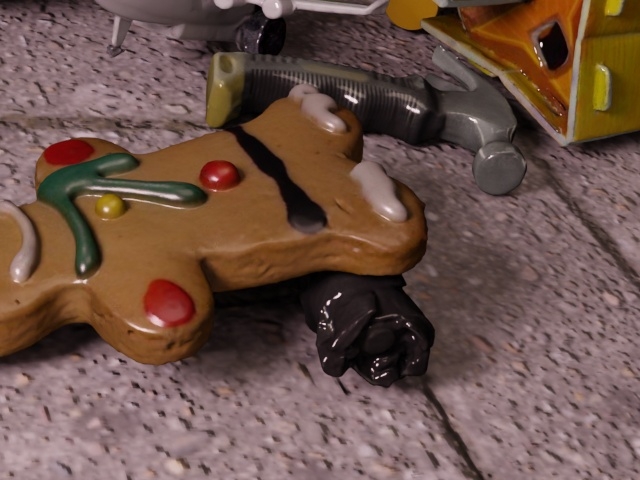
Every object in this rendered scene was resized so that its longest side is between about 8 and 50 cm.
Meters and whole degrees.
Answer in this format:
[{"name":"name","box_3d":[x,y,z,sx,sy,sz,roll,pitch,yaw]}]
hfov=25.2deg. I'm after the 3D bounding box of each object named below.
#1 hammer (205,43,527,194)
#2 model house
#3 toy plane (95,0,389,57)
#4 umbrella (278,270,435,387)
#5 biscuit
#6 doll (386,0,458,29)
[{"name":"hammer","box_3d":[0.029,-0.100,1.033,0.226,0.041,0.159,6,32,-13]},{"name":"model house","box_3d":[0.200,-0.242,1.050,0.300,0.340,0.324,-14,84,-43]},{"name":"toy plane","box_3d":[-0.087,-0.183,1.037,0.251,0.101,0.255,22,23,25]},{"name":"umbrella","box_3d":[0.000,0.000,0.853,0.066,0.059,0.236,18,25,-29]},{"name":"biscuit","box_3d":[-0.093,-0.009,0.779,0.301,0.049,0.197,-16,35,-18]},{"name":"doll","box_3d":[0.094,-0.222,1.234,0.084,0.073,0.127,44,33,-16]}]
